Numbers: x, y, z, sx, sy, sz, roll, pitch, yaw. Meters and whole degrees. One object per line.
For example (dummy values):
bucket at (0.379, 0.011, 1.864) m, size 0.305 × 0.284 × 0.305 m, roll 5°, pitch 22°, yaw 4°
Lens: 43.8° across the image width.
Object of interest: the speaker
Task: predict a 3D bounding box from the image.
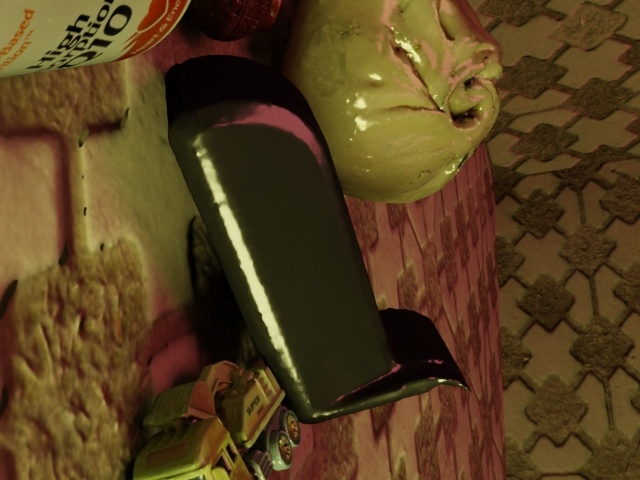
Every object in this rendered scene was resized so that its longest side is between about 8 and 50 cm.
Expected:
speaker at (0.000, 0.000, 0.774) m, size 0.180 × 0.184 × 0.388 m, roll -113°, pitch -178°, yaw -60°

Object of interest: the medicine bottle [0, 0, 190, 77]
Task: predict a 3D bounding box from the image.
medicine bottle at (-0.186, -0.160, 0.408) m, size 0.288 × 0.157 × 0.157 m, roll -46°, pitch 125°, yaw -66°

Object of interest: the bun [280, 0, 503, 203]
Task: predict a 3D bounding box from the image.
bun at (0.097, -0.208, 1.049) m, size 0.326 × 0.234 × 0.362 m, roll -45°, pitch 139°, yaw -25°

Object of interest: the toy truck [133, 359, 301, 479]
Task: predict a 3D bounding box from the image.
toy truck at (-0.088, 0.164, 0.668) m, size 0.116 × 0.085 × 0.191 m, roll 67°, pitch 18°, yaw -12°

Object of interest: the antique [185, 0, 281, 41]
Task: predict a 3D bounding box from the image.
antique at (-0.095, -0.253, 0.809) m, size 0.104 × 0.104 × 0.104 m, roll -8°, pitch 90°, yaw -71°
